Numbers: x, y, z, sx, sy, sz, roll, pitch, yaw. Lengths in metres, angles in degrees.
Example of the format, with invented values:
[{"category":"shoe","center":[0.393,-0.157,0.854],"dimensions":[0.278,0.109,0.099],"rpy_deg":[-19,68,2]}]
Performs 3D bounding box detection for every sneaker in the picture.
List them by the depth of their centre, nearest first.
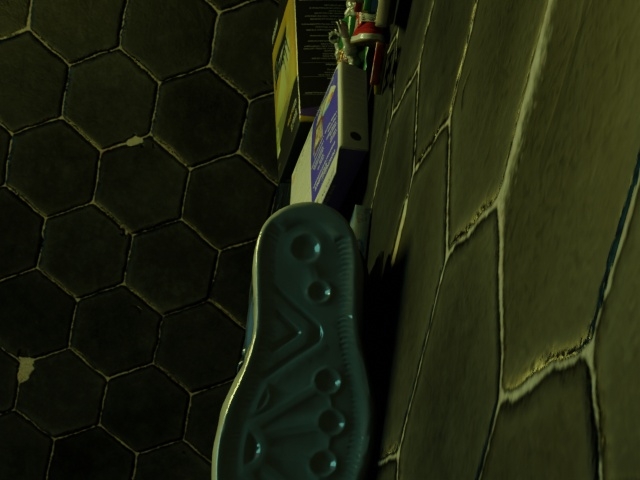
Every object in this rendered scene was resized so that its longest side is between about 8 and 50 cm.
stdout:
[{"category":"sneaker","center":[-0.014,0.145,1.201],"dimensions":[0.236,0.130,0.323],"rpy_deg":[85,-172,-70]},{"category":"sneaker","center":[0.060,-0.264,1.639],"dimensions":[0.118,0.042,0.067],"rpy_deg":[-97,15,-82]}]

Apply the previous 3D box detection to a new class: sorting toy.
[{"category":"sorting toy","center":[0.063,-0.294,1.500],"dimensions":[0.132,0.046,0.274],"rpy_deg":[-59,-22,-77]}]

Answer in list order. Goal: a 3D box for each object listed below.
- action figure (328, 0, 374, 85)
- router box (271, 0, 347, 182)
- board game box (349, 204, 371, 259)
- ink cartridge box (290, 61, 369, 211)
[{"category":"action figure","center":[0.044,-0.258,1.749],"dimensions":[0.137,0.063,0.232],"rpy_deg":[180,97,-82]},{"category":"router box","center":[-0.014,-0.236,1.959],"dimensions":[0.309,0.081,0.243],"rpy_deg":[118,150,-75]},{"category":"board game box","center":[0.032,0.025,1.439],"dimensions":[0.090,0.020,0.090],"rpy_deg":[106,174,-50]},{"category":"ink cartridge box","center":[0.006,-0.074,1.668],"dimensions":[0.208,0.045,0.206],"rpy_deg":[-86,15,-45]}]
